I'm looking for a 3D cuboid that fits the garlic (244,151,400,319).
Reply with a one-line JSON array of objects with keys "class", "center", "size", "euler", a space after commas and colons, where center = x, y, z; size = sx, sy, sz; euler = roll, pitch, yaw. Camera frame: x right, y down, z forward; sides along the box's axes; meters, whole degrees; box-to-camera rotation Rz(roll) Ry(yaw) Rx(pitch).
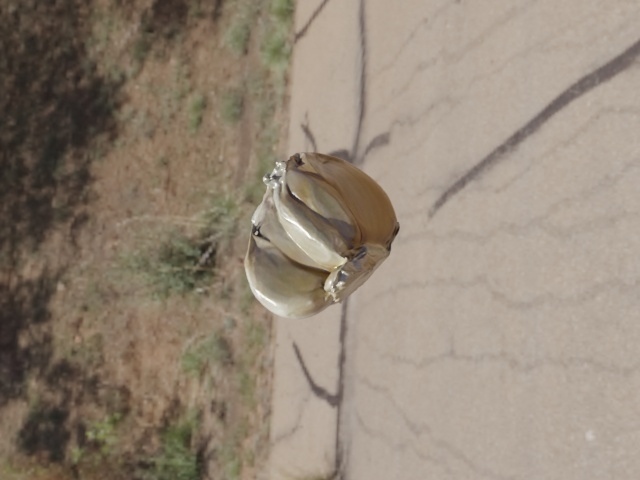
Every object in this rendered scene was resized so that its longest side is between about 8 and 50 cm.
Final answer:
[{"class": "garlic", "center": [-0.003, 0.000, 0.550], "size": [0.113, 0.094, 0.074], "euler": [-41, -21, -33]}]
